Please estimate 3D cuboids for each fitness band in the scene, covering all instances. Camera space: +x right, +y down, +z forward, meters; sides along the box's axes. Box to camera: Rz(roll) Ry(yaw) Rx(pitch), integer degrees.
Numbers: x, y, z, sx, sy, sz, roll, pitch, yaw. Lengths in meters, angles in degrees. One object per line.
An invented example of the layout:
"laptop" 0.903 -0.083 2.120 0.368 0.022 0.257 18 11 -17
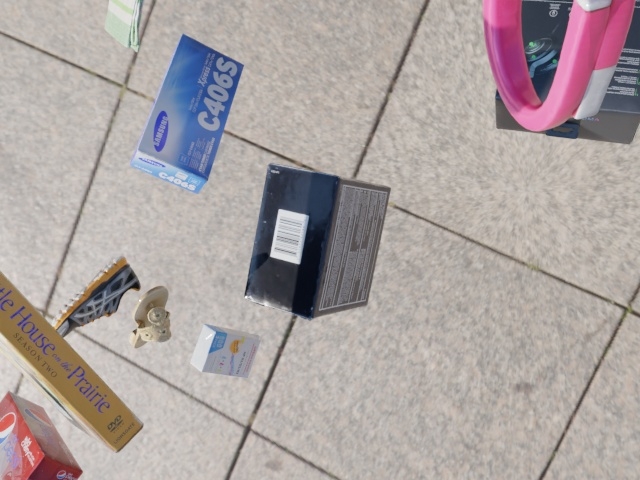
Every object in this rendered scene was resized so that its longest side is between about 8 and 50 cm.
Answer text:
"fitness band" 0.231 -0.245 0.692 0.054 0.291 0.209 -17 57 -5

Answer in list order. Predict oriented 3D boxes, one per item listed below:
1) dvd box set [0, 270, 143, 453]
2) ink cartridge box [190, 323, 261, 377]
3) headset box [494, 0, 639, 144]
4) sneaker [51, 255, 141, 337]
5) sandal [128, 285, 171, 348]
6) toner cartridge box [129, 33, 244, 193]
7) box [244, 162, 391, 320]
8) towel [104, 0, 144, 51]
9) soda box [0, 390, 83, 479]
"dvd box set" -0.472 0.139 1.032 0.307 0.062 0.420 -5 125 56
"ink cartridge box" -0.219 0.278 1.660 0.061 0.181 0.104 20 91 47
"headset box" 0.457 -0.321 1.198 0.246 0.131 0.283 9 77 18
"sneaker" -0.456 0.129 1.355 0.215 0.084 0.083 -45 111 -15
"sandal" -0.340 0.181 1.394 0.079 0.088 0.240 48 143 11
"toner cartridge box" -0.297 -0.293 1.527 0.165 0.075 0.348 22 59 -19
"box" 0.000 0.000 1.480 0.182 0.294 0.297 14 96 27
"towel" -0.414 -0.607 1.493 0.248 0.038 0.325 43 122 50
"soda box" -0.519 0.371 1.191 0.263 0.083 0.092 22 73 51
